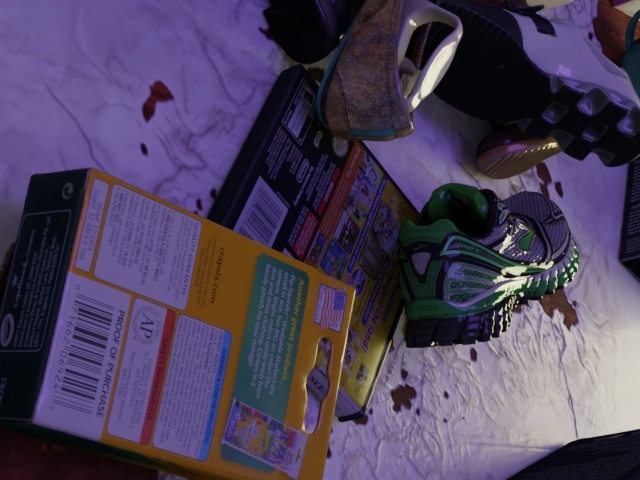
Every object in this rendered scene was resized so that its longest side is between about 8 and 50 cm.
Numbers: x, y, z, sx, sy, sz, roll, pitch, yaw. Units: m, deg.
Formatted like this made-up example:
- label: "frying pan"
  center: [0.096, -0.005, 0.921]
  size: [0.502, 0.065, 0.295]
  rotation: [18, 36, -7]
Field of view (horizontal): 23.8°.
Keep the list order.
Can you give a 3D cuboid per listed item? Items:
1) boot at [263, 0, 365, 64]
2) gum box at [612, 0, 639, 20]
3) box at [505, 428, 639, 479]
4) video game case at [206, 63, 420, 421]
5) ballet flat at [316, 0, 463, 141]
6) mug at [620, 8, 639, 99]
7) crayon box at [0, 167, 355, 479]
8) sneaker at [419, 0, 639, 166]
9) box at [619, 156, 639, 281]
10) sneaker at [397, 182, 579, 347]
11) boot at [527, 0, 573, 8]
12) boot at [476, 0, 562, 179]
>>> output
- label: "boot"
  center: [0.010, -0.320, 1.628]
  size: [0.229, 0.091, 0.263]
  rotation: [-35, 115, -52]
- label: "gum box"
  center: [0.505, -0.384, 2.283]
  size: [0.188, 0.062, 0.107]
  rotation: [14, 66, -48]
- label: "box"
  center: [0.311, 0.385, 1.617]
  size: [0.395, 0.212, 0.293]
  rotation: [-14, 88, -53]
- label: "video game case"
  center: [0.000, 0.000, 1.524]
  size: [0.248, 0.035, 0.275]
  rotation: [50, 42, -27]
- label: "ballet flat"
  center: [0.101, -0.252, 1.573]
  size: [0.123, 0.123, 0.348]
  rotation: [37, 62, -37]
- label: "mug"
  center: [0.486, -0.246, 2.176]
  size: [0.129, 0.097, 0.158]
  rotation: [5, 72, -50]
- label: "crayon box"
  center: [-0.118, 0.089, 1.274]
  size: [0.323, 0.083, 0.203]
  rotation: [25, 69, -43]
- label: "sneaker"
  center: [0.231, -0.210, 1.758]
  size: [0.330, 0.122, 0.146]
  rotation: [27, 42, -24]
- label: "box"
  center: [0.505, -0.026, 2.104]
  size: [0.153, 0.108, 0.207]
  rotation: [42, 46, -33]
- label: "sneaker"
  center: [0.186, -0.001, 1.634]
  size: [0.343, 0.134, 0.146]
  rotation: [-32, 116, -61]
- label: "boot"
  center: [0.270, -0.357, 1.973]
  size: [0.190, 0.069, 0.086]
  rotation: [2, 69, -50]
- label: "boot"
  center: [0.228, -0.191, 1.870]
  size: [0.248, 0.090, 0.207]
  rotation: [-21, 79, -48]
